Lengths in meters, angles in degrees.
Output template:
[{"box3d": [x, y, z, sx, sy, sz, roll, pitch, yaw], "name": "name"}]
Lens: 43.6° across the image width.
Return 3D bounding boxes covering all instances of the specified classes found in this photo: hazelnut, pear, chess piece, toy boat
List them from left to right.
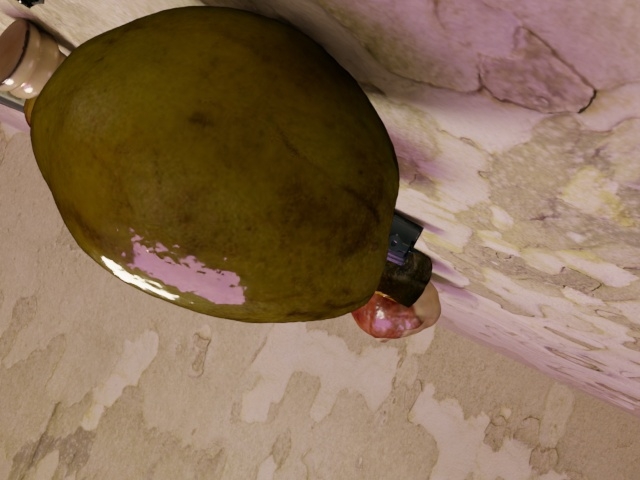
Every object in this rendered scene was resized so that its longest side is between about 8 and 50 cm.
[{"box3d": [-0.480, -0.297, 1.518, 0.143, 0.142, 0.261, 19, 175, 46], "name": "chess piece"}, {"box3d": [-0.101, -0.085, 0.875, 0.413, 0.352, 0.352, 27, 174, 4], "name": "pear"}, {"box3d": [0.085, -0.036, 1.591, 0.246, 0.093, 0.103, 26, -165, -2], "name": "toy boat"}, {"box3d": [0.206, 0.179, 2.230, 0.261, 0.241, 0.261, 5, -169, -1], "name": "hazelnut"}]

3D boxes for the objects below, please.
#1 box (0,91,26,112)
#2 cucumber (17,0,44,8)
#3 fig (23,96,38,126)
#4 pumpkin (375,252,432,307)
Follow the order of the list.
[{"box3d": [-0.912, -0.434, 2.094, 0.367, 0.090, 0.373, 23, 180, 28], "name": "box"}, {"box3d": [-0.450, -0.381, 1.077, 0.044, 0.043, 0.256, 29, 176, 15], "name": "cucumber"}, {"box3d": [-0.571, -0.307, 1.741, 0.160, 0.143, 0.231, -5, 171, -12], "name": "fig"}, {"box3d": [0.134, 0.064, 1.999, 0.281, 0.139, 0.190, 18, 175, 32], "name": "pumpkin"}]
